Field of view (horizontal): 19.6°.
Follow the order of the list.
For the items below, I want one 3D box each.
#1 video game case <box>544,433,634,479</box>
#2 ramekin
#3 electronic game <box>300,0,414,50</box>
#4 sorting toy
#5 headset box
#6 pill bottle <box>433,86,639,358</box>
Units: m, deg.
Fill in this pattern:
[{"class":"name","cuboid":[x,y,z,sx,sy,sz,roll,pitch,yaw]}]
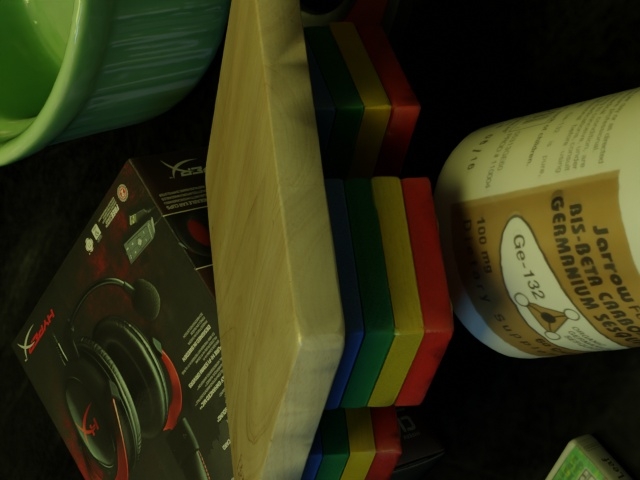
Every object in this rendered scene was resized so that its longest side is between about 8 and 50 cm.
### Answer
[{"class":"video game case","cuboid":[0.168,0.252,1.083,0.193,0.023,0.212,49,131,28]},{"class":"ramekin","cuboid":[-0.194,-0.208,1.276,0.303,0.148,0.303,14,109,45]},{"class":"electronic game","cuboid":[-0.008,-0.205,1.105,0.229,0.048,0.229,31,128,52]},{"class":"sorting toy","cuboid":[0.000,0.000,1.028,0.257,0.089,0.255,105,160,-59]},{"class":"headset box","cuboid":[-0.063,0.116,1.239,0.293,0.110,0.218,58,134,21]},{"class":"pill bottle","cuboid":[0.176,-0.014,0.928,0.229,0.131,0.131,-12,91,49]}]
